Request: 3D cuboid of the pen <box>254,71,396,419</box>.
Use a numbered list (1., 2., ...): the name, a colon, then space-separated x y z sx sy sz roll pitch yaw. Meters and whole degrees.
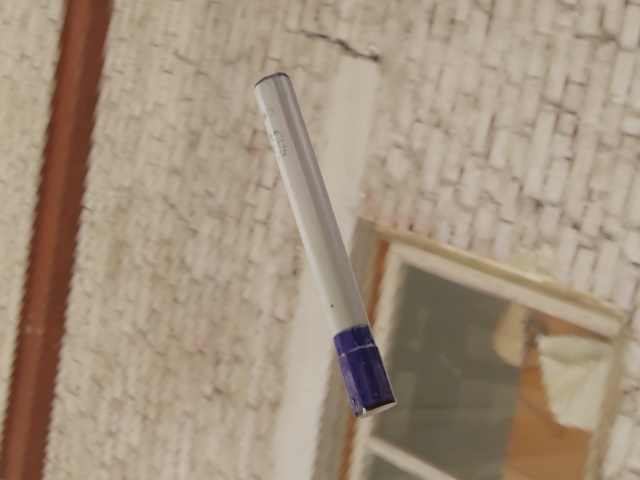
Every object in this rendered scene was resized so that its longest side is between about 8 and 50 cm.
1. pen: 0.000 0.000 1.207 0.033 0.033 0.269 -4 -114 -37
